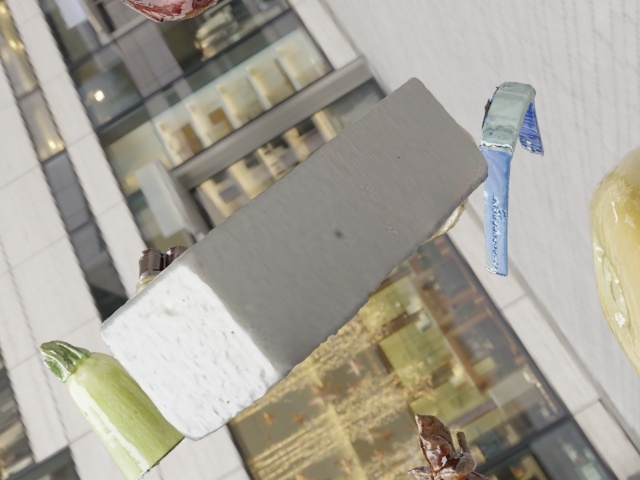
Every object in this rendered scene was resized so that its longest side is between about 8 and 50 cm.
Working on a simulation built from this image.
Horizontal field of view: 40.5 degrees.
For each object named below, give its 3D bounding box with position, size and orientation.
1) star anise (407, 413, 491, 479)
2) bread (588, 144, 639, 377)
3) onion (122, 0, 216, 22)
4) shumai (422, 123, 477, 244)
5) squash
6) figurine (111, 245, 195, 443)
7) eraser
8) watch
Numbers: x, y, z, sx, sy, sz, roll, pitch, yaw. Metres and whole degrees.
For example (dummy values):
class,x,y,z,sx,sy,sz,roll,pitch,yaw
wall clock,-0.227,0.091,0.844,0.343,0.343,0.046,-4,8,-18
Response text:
class,x,y,z,sx,sy,sz,roll,pitch,yaw
star anise,0.228,0.406,1.488,0.196,0.111,0.212,176,88,-75
bread,0.522,0.001,1.001,0.253,0.376,0.347,73,-171,-52
onion,-0.208,-0.443,1.120,0.232,0.314,0.314,-1,-135,-33
shumai,0.129,-0.094,1.163,0.161,0.209,0.153,33,-148,1
squash,-0.301,0.246,1.311,0.287,0.137,0.137,60,-179,-26
figurine,-0.311,0.198,1.709,0.364,0.218,0.206,-96,14,-46
eraser,0.000,0.000,0.672,0.111,0.352,0.077,49,141,-1
watch,0.318,-0.112,1.507,0.068,0.276,0.274,12,161,22
